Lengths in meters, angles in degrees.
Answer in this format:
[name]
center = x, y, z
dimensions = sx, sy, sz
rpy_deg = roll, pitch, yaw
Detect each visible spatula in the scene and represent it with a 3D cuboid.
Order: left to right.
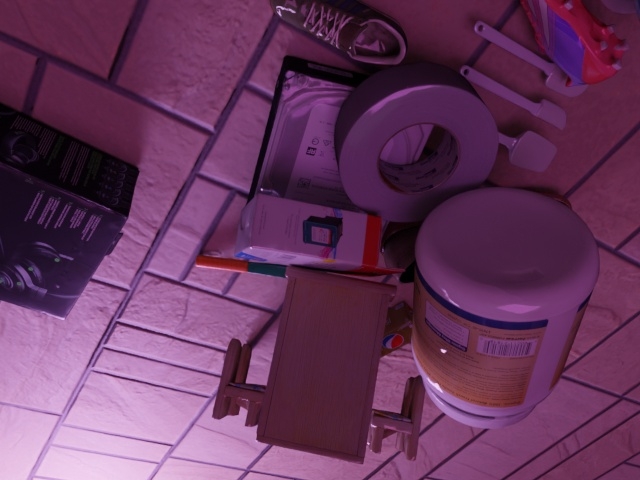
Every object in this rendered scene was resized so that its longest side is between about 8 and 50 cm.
[spatula]
center = 0.286, -0.206, 0.798
dimensions = 0.241, 0.019, 0.168
rpy_deg = 14, 112, -28

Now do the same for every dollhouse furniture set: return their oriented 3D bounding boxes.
[dollhouse furniture set]
center = 0.011, 0.222, 0.965
dimensions = 0.361, 0.257, 0.394
rpy_deg = 11, 166, 5

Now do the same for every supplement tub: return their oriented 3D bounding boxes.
[supplement tub]
center = 0.248, 0.107, 0.785
dimensions = 0.228, 0.228, 0.317
rpy_deg = -9, 133, -2

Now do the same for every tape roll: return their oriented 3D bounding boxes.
[tape roll]
center = 0.129, -0.131, 0.755
dimensions = 0.218, 0.072, 0.219
rpy_deg = -4, 131, -5

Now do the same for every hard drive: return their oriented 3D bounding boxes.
[hard drive]
center = 0.015, -0.096, 0.859
dimensions = 0.236, 0.064, 0.339
rpy_deg = 9, 129, -16

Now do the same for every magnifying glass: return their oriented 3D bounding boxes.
[magnifying glass]
center = -0.103, 0.049, 0.962
dimensions = 0.230, 0.092, 0.026
rpy_deg = 5, 91, -3

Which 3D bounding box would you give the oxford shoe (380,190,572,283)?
[oxford shoe]
center = 0.280, 0.010, 0.944
dimensions = 0.347, 0.130, 0.123
rpy_deg = -14, 131, 3

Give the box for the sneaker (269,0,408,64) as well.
[sneaker]
center = 0.030, -0.276, 0.691
dimensions = 0.192, 0.086, 0.064
rpy_deg = 14, 126, -20

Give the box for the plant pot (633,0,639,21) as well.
[plant pot]
center = 0.509, -0.310, 0.556
dimensions = 0.195, 0.290, 0.290
rpy_deg = -25, 143, -40

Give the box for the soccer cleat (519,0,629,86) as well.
[soccer cleat]
center = 0.307, -0.302, 0.721
dimensions = 0.248, 0.083, 0.095
rpy_deg = 39, 156, -20

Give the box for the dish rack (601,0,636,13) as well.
[dish rack]
center = 0.503, -0.434, 0.645
dimensions = 0.332, 0.072, 0.286
rpy_deg = -6, 130, -4

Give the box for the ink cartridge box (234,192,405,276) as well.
[ink cartridge box]
center = 0.000, 0.000, 0.803
dimensions = 0.230, 0.078, 0.134
rpy_deg = 10, 170, -17

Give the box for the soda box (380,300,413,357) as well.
[soda box]
center = 0.120, 0.203, 1.131
dimensions = 0.181, 0.058, 0.061
rpy_deg = -32, 126, 18

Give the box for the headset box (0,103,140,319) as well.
[headset box]
center = -0.435, -0.039, 0.789
dimensions = 0.282, 0.131, 0.246
rpy_deg = 25, 122, -27
